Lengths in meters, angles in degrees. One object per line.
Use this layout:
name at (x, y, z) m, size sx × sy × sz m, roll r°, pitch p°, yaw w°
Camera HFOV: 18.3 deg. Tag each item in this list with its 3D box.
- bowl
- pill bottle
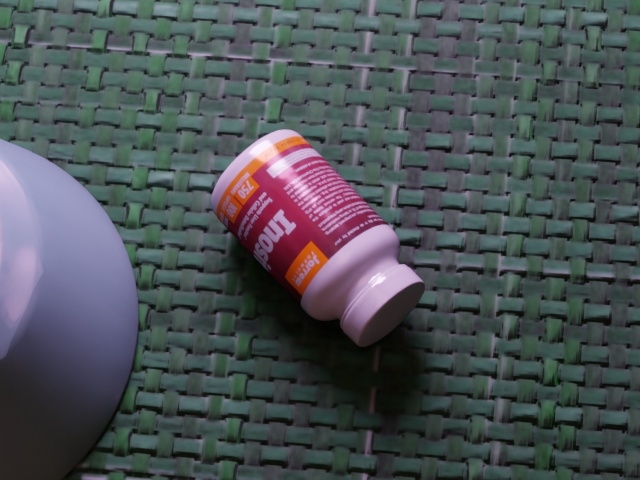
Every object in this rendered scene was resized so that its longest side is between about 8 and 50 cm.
bowl at (-0.291, 0.036, 1.371) m, size 0.312 × 0.163 × 0.311 m, roll -1°, pitch 68°, yaw 3°
pill bottle at (0.000, 0.000, 1.404) m, size 0.086 × 0.086 × 0.152 m, roll -40°, pitch 71°, yaw -11°
